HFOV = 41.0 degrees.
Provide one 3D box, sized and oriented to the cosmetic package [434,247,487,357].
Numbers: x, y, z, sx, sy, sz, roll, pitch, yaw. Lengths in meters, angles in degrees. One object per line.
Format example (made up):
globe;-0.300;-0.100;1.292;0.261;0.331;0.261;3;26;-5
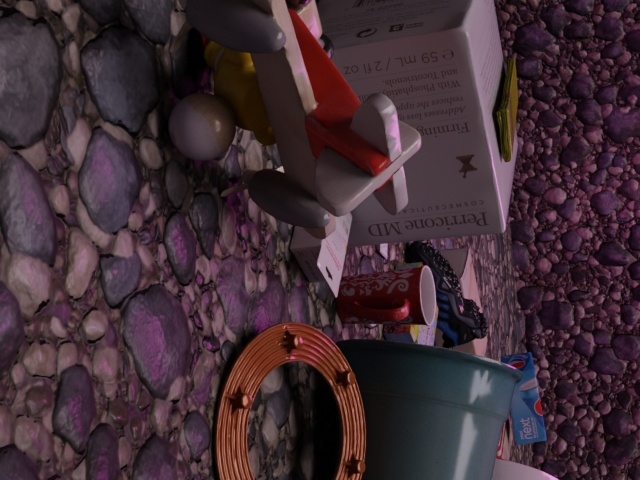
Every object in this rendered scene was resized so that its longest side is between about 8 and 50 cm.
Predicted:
cosmetic package;0.362;0.192;2.298;0.160;0.113;0.310;-62;143;-53

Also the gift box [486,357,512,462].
gift box;0.317;0.441;1.940;0.258;0.255;0.277;-48;124;-64

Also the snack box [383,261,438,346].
snack box;0.212;0.184;1.969;0.207;0.070;0.175;-73;150;-41

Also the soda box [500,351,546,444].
soda box;0.460;0.358;1.938;0.067;0.071;0.210;-80;157;-60

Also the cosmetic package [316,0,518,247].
cosmetic package;0.167;-0.246;1.585;0.327;0.329;0.394;-67;145;-51

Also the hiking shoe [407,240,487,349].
hiking shoe;0.288;0.142;2.118;0.304;0.132;0.113;56;20;-10

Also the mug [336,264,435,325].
mug;0.116;0.104;1.604;0.150;0.169;0.113;27;61;-65

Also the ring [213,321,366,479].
ring;-0.027;0.287;1.258;0.336;0.032;0.337;14;72;-49

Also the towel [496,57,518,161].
towel;0.343;-0.242;1.561;0.237;0.021;0.102;-67;151;-53

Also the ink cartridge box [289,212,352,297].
ink cartridge box;0.000;0.000;1.474;0.104;0.061;0.181;61;31;-46

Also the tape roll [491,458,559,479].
tape roll;0.327;0.551;1.753;0.392;0.391;0.072;62;31;-46

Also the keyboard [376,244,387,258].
keyboard;0.141;-0.090;1.920;0.072;0.014;0.256;33;56;-64

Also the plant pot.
plant pot;0.162;0.373;1.499;0.341;0.340;0.334;39;58;-62

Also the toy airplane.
toy airplane;-0.055;-0.161;1.088;0.384;0.272;0.386;-155;-137;-78

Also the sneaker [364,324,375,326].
sneaker;0.126;0.126;1.781;0.190;0.071;0.083;-29;120;-58
